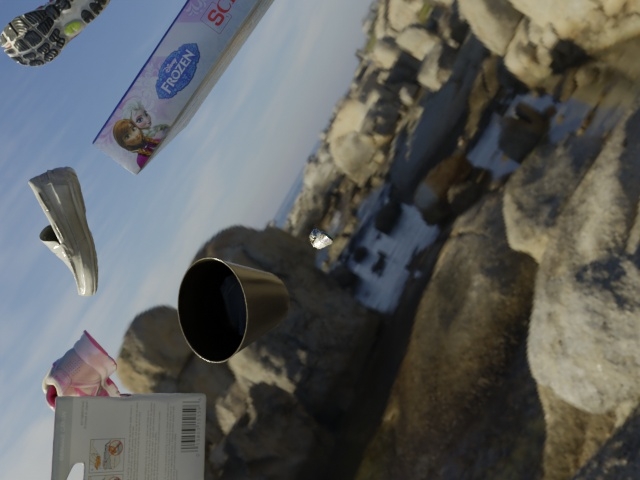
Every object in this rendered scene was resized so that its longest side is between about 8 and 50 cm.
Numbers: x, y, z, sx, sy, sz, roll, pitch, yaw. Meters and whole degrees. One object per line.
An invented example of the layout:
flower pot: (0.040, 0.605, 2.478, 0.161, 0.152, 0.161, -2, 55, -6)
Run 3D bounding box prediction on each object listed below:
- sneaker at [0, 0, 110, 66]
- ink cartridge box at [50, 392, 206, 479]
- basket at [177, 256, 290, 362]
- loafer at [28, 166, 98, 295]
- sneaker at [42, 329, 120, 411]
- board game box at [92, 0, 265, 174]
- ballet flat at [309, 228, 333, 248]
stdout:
sneaker: (-0.523, -0.448, 1.717, 0.279, 0.107, 0.118, -25, 22, 19)
ink cartridge box: (-0.289, 0.364, 1.248, 0.060, 0.239, 0.275, -13, 73, 55)
basket: (-0.165, 0.134, 1.726, 0.227, 0.154, 0.204, 1, -99, -67)
loafer: (-0.569, -0.012, 1.890, 0.112, 0.112, 0.319, -130, 30, -58)
sneaker: (-0.412, 0.247, 1.421, 0.111, 0.103, 0.252, -39, -19, -28)
board game box: (-0.132, -0.255, 1.043, 0.318, 0.066, 0.318, -52, 10, 14)
ballet flat: (0.000, 0.000, 1.914, 0.041, 0.041, 0.114, -61, 16, -1)
